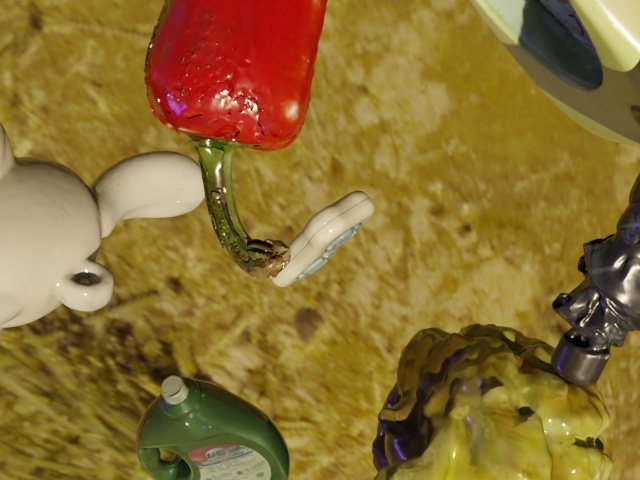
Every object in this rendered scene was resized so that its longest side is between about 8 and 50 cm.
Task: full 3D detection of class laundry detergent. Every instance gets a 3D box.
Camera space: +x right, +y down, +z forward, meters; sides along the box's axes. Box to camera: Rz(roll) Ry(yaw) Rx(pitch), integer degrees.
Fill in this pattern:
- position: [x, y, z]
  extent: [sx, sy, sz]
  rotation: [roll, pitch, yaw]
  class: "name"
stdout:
- position: [-0.114, 0.187, 1.437]
  extent: [0.137, 0.211, 0.063]
  rotation: [-12, 57, 13]
  class: "laundry detergent"

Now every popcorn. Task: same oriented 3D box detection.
- position: [0.197, 0.244, 1.721]
  extent: [0.279, 0.274, 0.335]
  rotation: [-37, 30, 9]
  class: "popcorn"

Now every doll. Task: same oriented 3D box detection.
- position: [-0.229, -0.040, 1.011]
  extent: [0.242, 0.311, 0.160]
  rotation: [21, 122, 45]
  class: "doll"

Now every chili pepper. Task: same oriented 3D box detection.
- position: [-0.045, -0.172, 0.928]
  extent: [0.110, 0.110, 0.388]
  rotation: [7, 88, 12]
  class: "chili pepper"

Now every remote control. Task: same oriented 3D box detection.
- position: [0.000, 0.000, 1.392]
  extent: [0.074, 0.122, 0.032]
  rotation: [-32, 82, -39]
  class: "remote control"

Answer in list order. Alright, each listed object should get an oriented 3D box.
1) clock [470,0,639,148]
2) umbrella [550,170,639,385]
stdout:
- position: [0.182, -0.229, 1.146]
  extent: [0.117, 0.286, 0.348]
  rotation: [-39, 106, -3]
  class: "clock"
- position: [0.223, -0.001, 1.016]
  extent: [0.080, 0.071, 0.224]
  rotation: [46, 117, 50]
  class: "umbrella"
